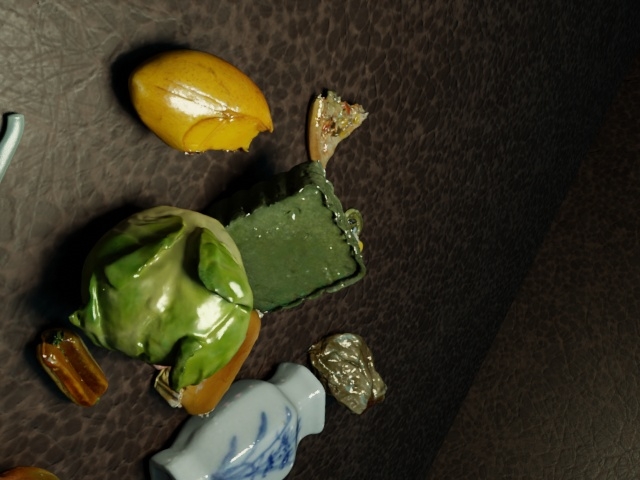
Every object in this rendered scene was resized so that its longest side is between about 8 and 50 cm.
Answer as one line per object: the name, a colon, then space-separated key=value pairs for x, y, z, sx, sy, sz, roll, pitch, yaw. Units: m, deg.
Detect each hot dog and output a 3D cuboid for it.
hot dog: x=-0.404 y=0.205 z=1.048 sx=0.072 sy=0.055 sz=0.188 roll=-47 pitch=142 yaw=-32

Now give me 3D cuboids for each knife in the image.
knife: x=-0.441 y=-0.073 z=0.862 sx=0.028 sy=0.015 sz=0.210 roll=19 pitch=94 yaw=-64

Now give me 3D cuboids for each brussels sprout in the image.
brussels sprout: x=-0.238 y=0.081 z=1.010 sx=0.227 sy=0.260 sz=0.294 roll=123 pitch=-24 yaw=-60

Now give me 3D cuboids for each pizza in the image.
pizza: x=0.044 y=-0.249 z=1.406 sx=0.195 sy=0.052 sz=0.185 roll=-35 pitch=139 yaw=-39

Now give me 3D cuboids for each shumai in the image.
shumai: x=0.093 y=0.350 z=1.719 sx=0.184 sy=0.185 sz=0.218 roll=-47 pitch=142 yaw=-27

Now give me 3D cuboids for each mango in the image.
mango: x=-0.194 y=-0.219 z=1.023 sx=0.252 sy=0.126 sz=0.153 roll=9 pitch=114 yaw=-49

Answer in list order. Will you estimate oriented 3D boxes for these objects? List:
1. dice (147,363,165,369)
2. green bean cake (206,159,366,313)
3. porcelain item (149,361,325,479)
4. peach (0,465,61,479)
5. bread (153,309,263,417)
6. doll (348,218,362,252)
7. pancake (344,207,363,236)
dice: x=-0.293 y=0.165 z=1.147 sx=0.093 sy=0.091 sz=0.094 roll=-50 pitch=143 yaw=-23
green bean cake: x=-0.067 y=0.002 z=1.214 sx=0.255 sy=0.132 sz=0.241 roll=-25 pitch=125 yaw=11
porcelain item: x=-0.167 y=0.440 z=1.415 sx=0.405 sy=0.179 sz=0.242 roll=-29 pitch=132 yaw=-44
peach: x=-0.460 y=0.452 z=0.964 sx=0.232 sy=0.232 sz=0.256 roll=-36 pitch=139 yaw=-38
bread: x=-0.215 y=0.223 z=1.282 sx=0.241 sy=0.107 sz=0.136 roll=-60 pitch=149 yaw=-9
doll: x=0.000 y=0.000 z=1.416 sx=0.177 sy=0.141 sz=0.314 roll=-58 pitch=151 yaw=4
pancake: x=0.073 y=-0.030 z=1.611 sx=0.108 sy=0.017 sz=0.108 roll=-31 pitch=135 yaw=-37
